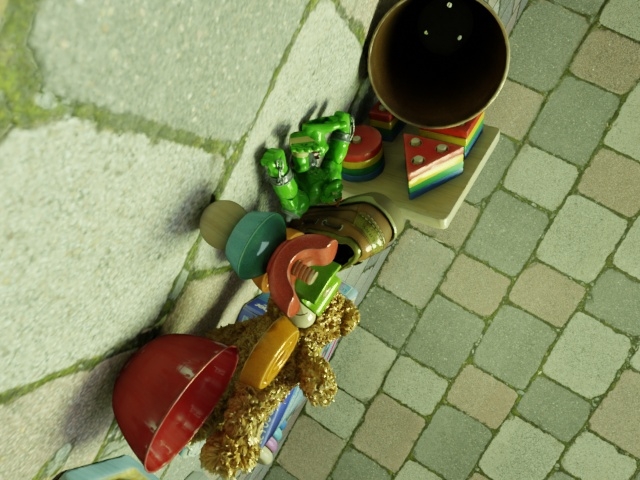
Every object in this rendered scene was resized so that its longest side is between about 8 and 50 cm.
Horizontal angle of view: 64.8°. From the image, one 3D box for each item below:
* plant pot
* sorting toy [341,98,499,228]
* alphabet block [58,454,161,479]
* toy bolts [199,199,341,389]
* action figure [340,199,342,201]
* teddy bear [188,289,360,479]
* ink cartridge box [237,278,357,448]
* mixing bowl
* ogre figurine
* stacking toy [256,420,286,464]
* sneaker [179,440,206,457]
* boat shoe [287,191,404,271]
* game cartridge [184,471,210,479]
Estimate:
[{"bbox_3d":[0.208,-0.339,0.866,0.230,0.215,0.215,-66,177,-50],"label":"plant pot"},{"bbox_3d":[0.155,-0.170,0.906,0.255,0.257,0.089,-53,148,-30],"label":"sorting toy"},{"bbox_3d":[-0.283,0.432,0.661,0.197,0.192,0.193,-57,165,-11],"label":"alphabet block"},{"bbox_3d":[-0.085,0.051,0.644,0.218,0.158,0.228,-54,166,-20],"label":"toy bolts"},{"bbox_3d":[0.127,-0.141,1.196,0.280,0.091,0.139,-55,160,-19],"label":"action figure"},{"bbox_3d":[-0.089,0.188,0.774,0.338,0.245,0.113,-39,128,-3],"label":"teddy bear"},{"bbox_3d":[-0.083,0.239,1.074,0.395,0.151,0.270,-26,140,-65],"label":"ink cartridge box"},{"bbox_3d":[-0.197,0.189,0.650,0.181,0.098,0.181,-54,166,-20],"label":"mixing bowl"},{"bbox_3d":[-0.011,-0.108,0.738,0.197,0.096,0.118,-68,161,-53],"label":"ogre figurine"},{"bbox_3d":[-0.135,0.514,1.571,0.330,0.141,0.141,-56,168,-33],"label":"stacking toy"},{"bbox_3d":[-0.244,0.384,0.984,0.083,0.071,0.191,-46,162,-29],"label":"sneaker"},{"bbox_3d":[0.000,0.000,0.822,0.104,0.111,0.307,-43,-171,-28],"label":"boat shoe"},{"bbox_3d":[-0.381,0.697,1.189,0.297,0.062,0.198,-38,151,-59],"label":"game cartridge"}]
